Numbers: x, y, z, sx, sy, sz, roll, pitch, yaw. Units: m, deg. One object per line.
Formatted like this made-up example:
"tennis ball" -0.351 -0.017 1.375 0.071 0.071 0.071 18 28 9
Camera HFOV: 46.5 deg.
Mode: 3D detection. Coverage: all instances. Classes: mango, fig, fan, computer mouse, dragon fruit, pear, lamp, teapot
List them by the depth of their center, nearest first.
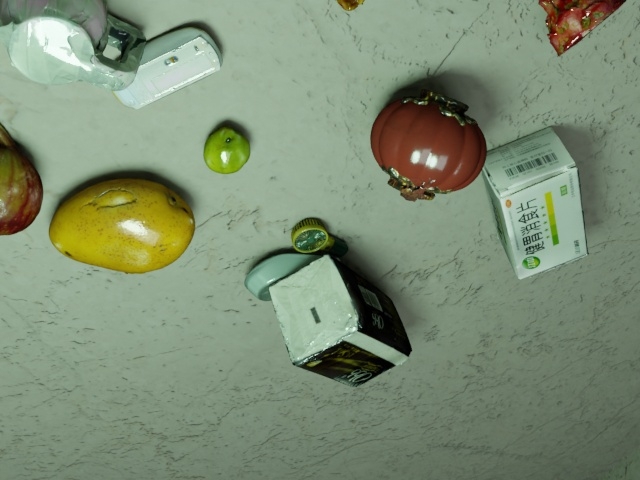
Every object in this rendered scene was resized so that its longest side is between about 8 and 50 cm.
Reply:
"teapot" -0.390 -0.304 1.137 0.163 0.178 0.221 -28 138 14
"computer mouse" -0.267 -0.295 1.282 0.199 0.044 0.102 -24 137 10
"fig" -0.574 -0.115 1.326 0.175 0.207 0.175 13 172 2
"dragon fruit" 0.457 -0.419 1.336 0.153 0.153 0.111 -39 92 24
"pear" -0.179 -0.170 1.414 0.092 0.092 0.097 -14 139 -2
"lamp" 0.200 -0.175 1.416 0.227 0.226 0.226 -8 137 -8
"mango" -0.395 -0.030 1.457 0.291 0.159 0.191 -6 144 3
"fan" 0.000 0.000 1.683 0.155 0.039 0.082 26 124 -38
"computer mouse" -0.063 0.074 1.715 0.231 0.079 0.128 -9 152 -20

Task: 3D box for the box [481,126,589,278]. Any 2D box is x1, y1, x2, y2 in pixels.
"box" 0.477 -0.077 1.662 0.173 0.145 0.332 -23 138 6

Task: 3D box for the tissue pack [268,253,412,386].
"tissue pack" 0.055 0.193 1.719 0.198 0.209 0.370 -26 153 15

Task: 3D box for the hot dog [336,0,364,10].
"hot dog" 0.031 -0.437 1.225 0.062 0.038 0.144 -31 138 13
